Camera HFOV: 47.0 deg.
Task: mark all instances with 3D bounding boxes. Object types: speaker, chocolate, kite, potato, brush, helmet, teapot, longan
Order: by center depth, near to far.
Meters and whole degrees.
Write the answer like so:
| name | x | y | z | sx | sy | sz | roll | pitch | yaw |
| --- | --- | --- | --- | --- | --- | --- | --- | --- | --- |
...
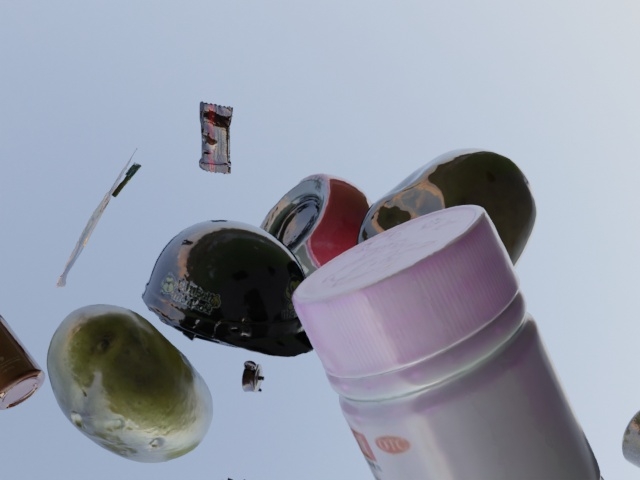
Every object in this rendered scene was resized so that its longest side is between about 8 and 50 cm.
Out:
| name | x | y | z | sx | sy | sz | roll | pitch | yaw |
| --- | --- | --- | --- | --- | --- | --- | --- | --- | --- |
| potato | -0.227 | 0.176 | 0.881 | 0.149 | 0.228 | 0.197 | -34 | -106 | -12 |
| helmet | -0.120 | 0.056 | 1.084 | 0.230 | 0.279 | 0.160 | -1 | -75 | -62 |
| longan | 0.219 | -0.003 | 1.284 | 0.288 | 0.350 | 0.288 | 34 | -155 | -18 |
| brush | -0.383 | -0.120 | 1.445 | 0.083 | 0.016 | 0.013 | -56 | -35 | -15 |
| kite | -0.448 | -0.049 | 1.481 | 0.013 | 0.377 | 0.327 | 28 | -103 | -13 |
| speaker | 0.000 | 0.000 | 1.554 | 0.294 | 0.294 | 0.294 | 25 | -127 | -38 |
| teapot | -0.147 | 0.304 | 1.641 | 0.068 | 0.045 | 0.100 | -73 | -19 | -49 |
| chocolate | -0.244 | -0.233 | 1.699 | 0.086 | 0.182 | 0.028 | 12 | -147 | 4 |

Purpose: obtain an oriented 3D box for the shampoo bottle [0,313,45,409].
| name | x | y | z | sx | sy | sz | roll | pitch | yaw |
| --- | --- | --- | --- | --- | --- | --- | --- | --- | --- |
| shampoo bottle | -0.496 | 0.131 | 1.063 | 0.244 | 0.085 | 0.085 | 45 | -145 | 20 |

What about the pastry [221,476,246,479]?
| name | x | y | z | sx | sy | sz | roll | pitch | yaw |
| --- | --- | --- | --- | --- | --- | --- | --- | --- | --- |
| pastry | -0.153 | 0.524 | 1.205 | 0.275 | 0.193 | 0.274 | 8 | -90 | -79 |

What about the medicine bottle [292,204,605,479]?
| name | x | y | z | sx | sy | sz | roll | pitch | yaw |
| --- | --- | --- | --- | --- | --- | --- | --- | --- | --- |
| medicine bottle | 0.124 | 0.148 | 0.693 | 0.202 | 0.202 | 0.315 | -35 | -77 | -51 |

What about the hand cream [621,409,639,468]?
| name | x | y | z | sx | sy | sz | roll | pitch | yaw |
| --- | --- | --- | --- | --- | --- | --- | --- | --- | --- |
| hand cream | 0.447 | 0.265 | 0.835 | 0.084 | 0.203 | 0.084 | -11 | -68 | -27 |
